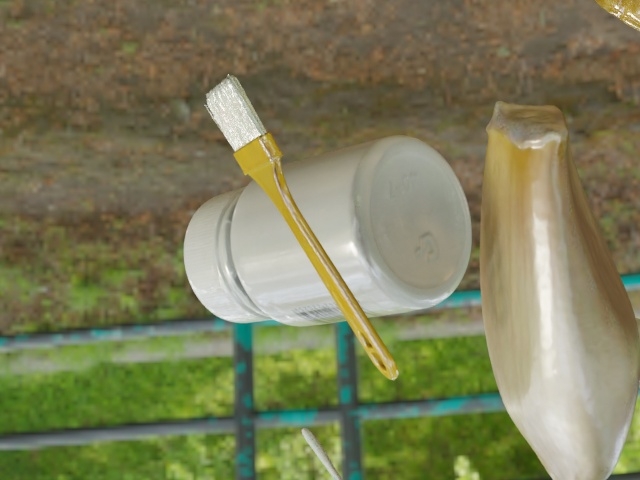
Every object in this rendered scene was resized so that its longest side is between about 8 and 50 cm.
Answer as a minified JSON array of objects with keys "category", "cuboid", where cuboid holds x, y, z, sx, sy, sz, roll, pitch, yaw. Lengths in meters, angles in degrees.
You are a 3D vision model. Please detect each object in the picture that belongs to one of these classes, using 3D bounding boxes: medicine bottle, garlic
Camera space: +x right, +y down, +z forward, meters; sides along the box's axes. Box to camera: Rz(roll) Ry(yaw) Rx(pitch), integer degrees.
[{"category":"medicine bottle","cuboid":[0.000,0.000,1.727,0.208,0.208,0.340,16,161,-40]},{"category":"garlic","cuboid":[0.184,0.041,1.095,0.112,0.318,0.143,-19,-163,-10]}]

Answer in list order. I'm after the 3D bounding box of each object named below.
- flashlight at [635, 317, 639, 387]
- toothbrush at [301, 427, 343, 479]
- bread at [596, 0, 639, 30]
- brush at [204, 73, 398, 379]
[{"category":"flashlight","cuboid":[0.293,0.135,1.104,0.047,0.200,0.093,-34,126,9]},{"category":"toothbrush","cuboid":[0.026,0.214,1.211,0.017,0.162,0.014,-34,134,-6]},{"category":"bread","cuboid":[0.426,-0.277,1.631,0.236,0.236,0.070,11,118,-32]},{"category":"brush","cuboid":[-0.012,-0.005,1.088,0.013,0.272,0.103,-33,-174,-14]}]
